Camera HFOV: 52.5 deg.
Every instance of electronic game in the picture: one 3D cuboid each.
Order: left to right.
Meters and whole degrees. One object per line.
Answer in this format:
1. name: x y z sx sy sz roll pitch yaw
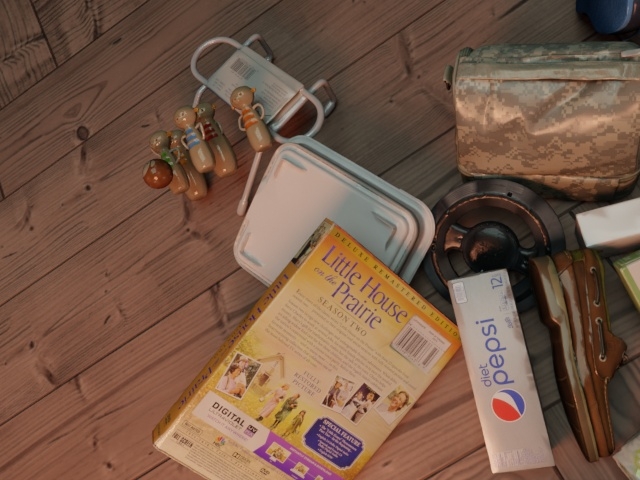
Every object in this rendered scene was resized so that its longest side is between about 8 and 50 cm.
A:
1. electronic game: 0.276 0.013 1.050 0.229 0.048 0.229 4 101 21

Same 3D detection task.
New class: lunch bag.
1. lunch bag: 0.360 -0.200 1.010 0.305 0.256 0.212 6 75 22

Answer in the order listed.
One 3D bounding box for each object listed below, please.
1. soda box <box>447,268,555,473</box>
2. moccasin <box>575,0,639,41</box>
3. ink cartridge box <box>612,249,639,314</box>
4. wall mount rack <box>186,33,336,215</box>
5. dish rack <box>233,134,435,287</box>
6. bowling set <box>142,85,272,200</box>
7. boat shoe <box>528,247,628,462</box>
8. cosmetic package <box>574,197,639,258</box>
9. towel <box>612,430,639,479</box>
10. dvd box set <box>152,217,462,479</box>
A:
1. soda box: 0.269 0.189 0.971 0.091 0.098 0.286 -14 83 16
2. moccasin: 0.486 -0.400 1.011 0.117 0.137 0.342 4 29 10
3. ink cartridge box: 0.566 0.055 0.911 0.235 0.056 0.171 -29 92 15
4. wall mount rack: -0.146 -0.240 1.293 0.350 0.130 0.304 41 86 27
5. dish rack: 0.000 0.000 1.121 0.333 0.072 0.285 34 109 23
6. bowling set: -0.246 -0.183 1.195 0.287 0.200 0.154 -29 81 37
7. boat shoe: 0.393 0.162 0.939 0.105 0.111 0.307 -12 87 5
8. cosmetic package: 0.517 -0.032 0.984 0.239 0.099 0.060 -16 67 16
9. towel: 0.631 0.311 0.833 0.374 0.090 0.320 -37 65 6
10. dvd box set: -0.008 0.219 1.009 0.420 0.308 0.062 -52 21 -1
